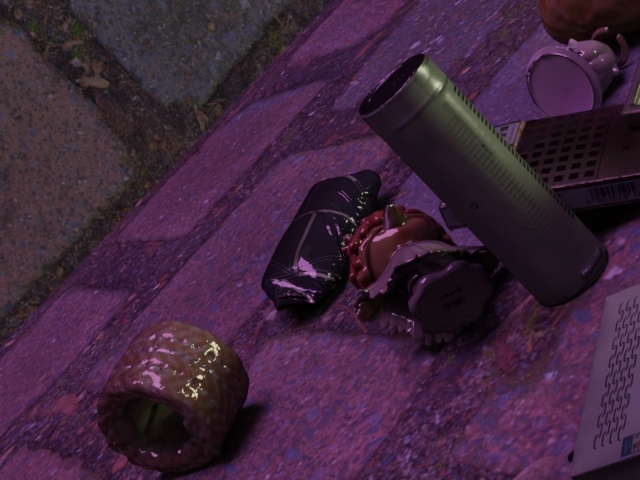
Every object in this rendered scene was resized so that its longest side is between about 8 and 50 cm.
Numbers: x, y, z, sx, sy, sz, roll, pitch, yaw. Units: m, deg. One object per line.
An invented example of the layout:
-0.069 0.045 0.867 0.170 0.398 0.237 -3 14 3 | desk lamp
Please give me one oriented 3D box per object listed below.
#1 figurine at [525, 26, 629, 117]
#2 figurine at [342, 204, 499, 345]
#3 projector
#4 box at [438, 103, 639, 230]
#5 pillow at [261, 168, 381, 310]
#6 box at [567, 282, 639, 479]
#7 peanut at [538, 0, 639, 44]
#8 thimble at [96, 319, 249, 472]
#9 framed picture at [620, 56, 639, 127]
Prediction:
0.396 -0.258 1.950 0.154 0.132 0.132 -38 13 -36 | figurine
0.117 0.023 1.777 0.207 0.166 0.387 -26 20 -6 | figurine
0.195 -0.069 1.551 0.108 0.337 0.108 -41 17 15 | projector
0.324 -0.102 1.673 0.325 0.047 0.180 -8 34 28 | box
0.000 0.000 2.180 0.161 0.092 0.335 -20 29 40 | pillow
0.344 0.121 1.275 0.211 0.045 0.270 -29 22 34 | box
0.505 -0.430 2.008 0.387 0.169 0.192 -33 26 25 | peanut
-0.222 0.234 1.931 0.229 0.196 0.148 -23 27 41 | thimble
0.576 -0.334 1.633 0.326 0.028 0.446 -4 51 41 | framed picture
